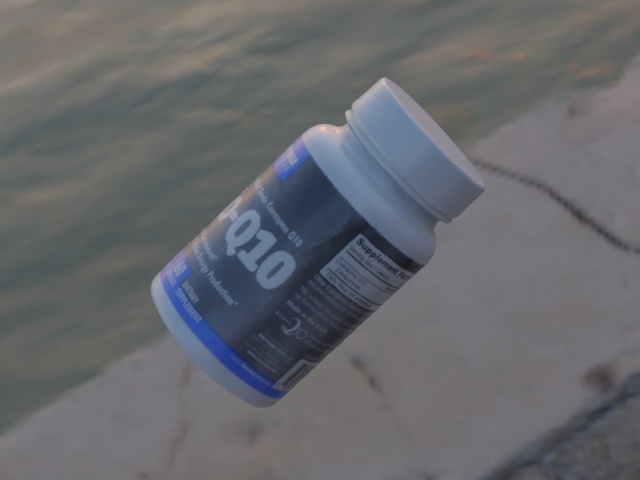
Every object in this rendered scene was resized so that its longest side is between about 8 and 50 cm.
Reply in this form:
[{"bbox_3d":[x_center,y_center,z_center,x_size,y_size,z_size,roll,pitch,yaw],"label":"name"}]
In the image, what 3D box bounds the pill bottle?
[{"bbox_3d":[0.000,0.000,0.822,0.137,0.078,0.078,-44,28,10],"label":"pill bottle"}]
